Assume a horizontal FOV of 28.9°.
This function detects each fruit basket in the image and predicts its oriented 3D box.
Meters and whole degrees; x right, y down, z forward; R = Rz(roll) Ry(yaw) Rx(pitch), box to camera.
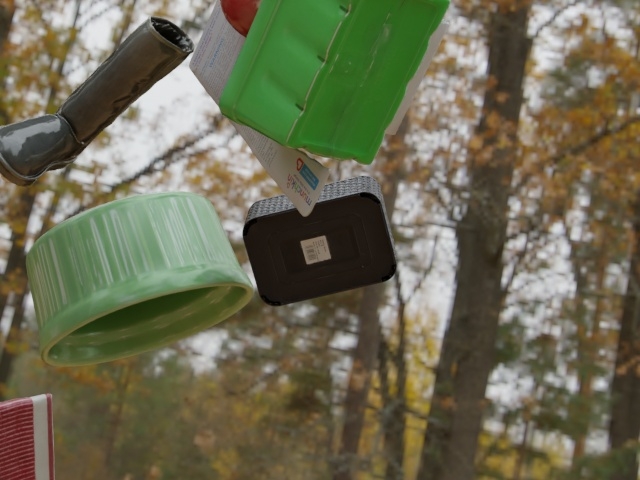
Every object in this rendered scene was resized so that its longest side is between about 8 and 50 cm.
[{"bbox_3d":[-0.013,-0.246,1.288,0.165,0.327,0.353,13,25,-28],"label":"fruit basket"}]

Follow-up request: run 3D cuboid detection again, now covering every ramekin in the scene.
[{"bbox_3d":[-0.256,0.051,1.712,0.303,0.148,0.303,-19,-14,-5],"label":"ramekin"}]

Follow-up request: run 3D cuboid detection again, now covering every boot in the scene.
[{"bbox_3d":[-0.241,-0.151,1.321,0.208,0.076,0.189,-33,6,19],"label":"boot"}]

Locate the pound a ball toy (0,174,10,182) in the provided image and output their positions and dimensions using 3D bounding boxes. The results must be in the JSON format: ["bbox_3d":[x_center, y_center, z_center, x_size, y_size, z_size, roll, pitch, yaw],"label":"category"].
[{"bbox_3d":[-0.719,-0.157,2.297,0.319,0.136,0.208,2,-22,-4],"label":"pound a ball toy"}]

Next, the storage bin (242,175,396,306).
[{"bbox_3d":[0.000,0.000,1.592,0.180,0.122,0.084,-13,17,5],"label":"storage bin"}]

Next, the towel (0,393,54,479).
[{"bbox_3d":[-0.575,0.383,1.971,0.329,0.237,0.037,-11,21,-40],"label":"towel"}]
